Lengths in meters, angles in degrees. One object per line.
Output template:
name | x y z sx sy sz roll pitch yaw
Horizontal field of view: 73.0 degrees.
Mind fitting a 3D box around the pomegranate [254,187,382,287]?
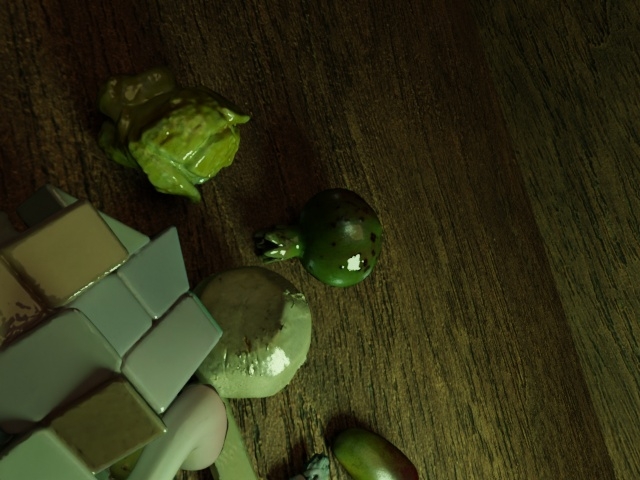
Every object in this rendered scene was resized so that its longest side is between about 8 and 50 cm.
pomegranate | 0.010 0.014 1.050 0.305 0.242 0.243 -31 95 -22

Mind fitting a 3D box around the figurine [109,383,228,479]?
figurine | -0.294 0.406 0.649 0.206 0.284 0.315 54 22 -3

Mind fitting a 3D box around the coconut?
coconut | -0.137 0.183 0.840 0.244 0.247 0.245 1 58 -2

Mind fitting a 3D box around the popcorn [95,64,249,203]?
popcorn | -0.297 -0.220 0.873 0.276 0.276 0.226 29 94 -30

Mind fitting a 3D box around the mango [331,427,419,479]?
mango | 0.138 0.544 1.027 0.267 0.111 0.133 41 64 -16

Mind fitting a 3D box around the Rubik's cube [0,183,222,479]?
Rubik's cube | -0.368 0.141 0.593 0.358 0.387 0.368 57 30 -14

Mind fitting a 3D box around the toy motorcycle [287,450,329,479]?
toy motorcycle | 0.000 0.557 0.904 0.239 0.108 0.204 38 54 -24

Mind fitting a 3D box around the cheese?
cheese | -0.159 0.454 0.817 0.085 0.034 0.401 -12 72 -47
